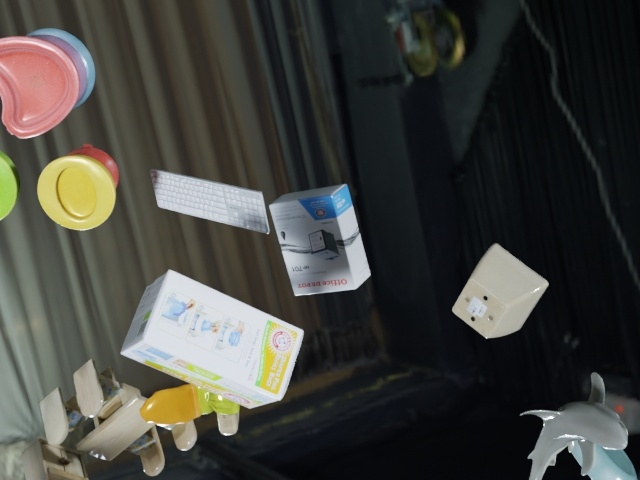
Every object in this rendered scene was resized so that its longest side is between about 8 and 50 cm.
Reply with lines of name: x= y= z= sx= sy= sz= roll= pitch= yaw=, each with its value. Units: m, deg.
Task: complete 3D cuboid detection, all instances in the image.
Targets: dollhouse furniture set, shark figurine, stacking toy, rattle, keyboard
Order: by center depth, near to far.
rattle: x=-0.176 y=0.193 z=1.538 sx=0.142 sy=0.130 sz=0.200 roll=-17 pitch=-138 yaw=9
shark figurine: x=0.337 y=0.293 z=1.544 sx=0.116 sy=0.278 sz=0.166 roll=15 pitch=-134 yaw=-15
stacking toy: x=-0.463 y=-0.172 z=1.630 sx=0.279 sy=0.309 sz=0.130 roll=-7 pitch=-158 yaw=7
dollhouse furniture set: x=-0.339 y=0.341 z=1.631 sx=0.242 sy=0.212 sz=0.161 roll=-40 pitch=-133 yaw=16
keyboard: x=-0.186 y=-0.066 z=1.718 sx=0.256 sy=0.072 sz=0.014 roll=14 pitch=-150 yaw=37

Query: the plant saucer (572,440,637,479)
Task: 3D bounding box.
plant saucer: x=0.491 y=0.372 z=1.795 sx=0.037 sy=0.195 sz=0.195 roll=-44 pitch=-179 yaw=18

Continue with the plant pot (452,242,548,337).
plant pot: x=0.270 y=0.090 z=1.629 sx=0.109 sy=0.109 sz=0.096 roll=38 pitch=-142 yaw=18

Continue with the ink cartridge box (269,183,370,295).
ink cartridge box: x=0.000 y=0.000 z=1.998 sx=0.139 sy=0.191 sz=0.082 roll=-8 pitch=-165 yaw=27

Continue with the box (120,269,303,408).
box: x=-0.143 y=0.135 z=1.385 sx=0.203 sy=0.103 sz=0.114 roll=26 pitch=156 yaw=-17
